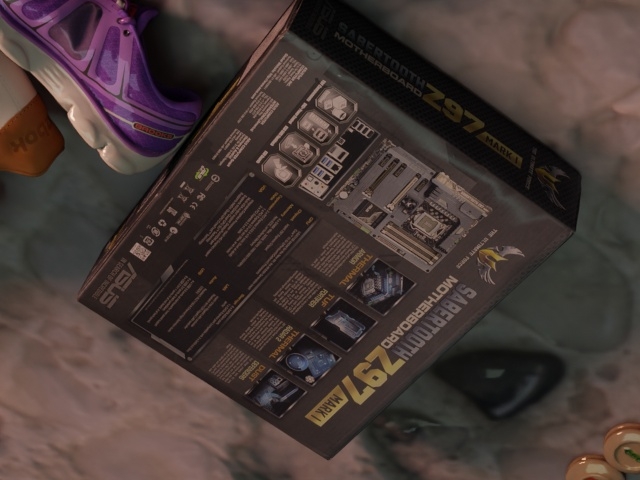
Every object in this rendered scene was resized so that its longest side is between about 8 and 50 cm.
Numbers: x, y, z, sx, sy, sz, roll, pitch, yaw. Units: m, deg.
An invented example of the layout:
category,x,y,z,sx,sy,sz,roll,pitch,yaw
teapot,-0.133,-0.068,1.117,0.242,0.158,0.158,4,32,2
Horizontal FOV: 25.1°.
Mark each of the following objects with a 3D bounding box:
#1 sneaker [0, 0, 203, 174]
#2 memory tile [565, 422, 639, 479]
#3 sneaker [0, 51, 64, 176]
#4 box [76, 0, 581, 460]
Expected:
category,x,y,z,sx,sy,sz,roll,pitch,yaw
sneaker,-0.127,-0.115,0.750,0.071,0.068,0.170,-38,112,10
memory tile,0.234,0.155,0.875,0.148,0.012,0.113,34,128,-10
sneaker,-0.268,-0.014,0.826,0.290,0.106,0.123,-28,113,30
box,0.000,0.000,0.792,0.183,0.059,0.233,34,127,-11
